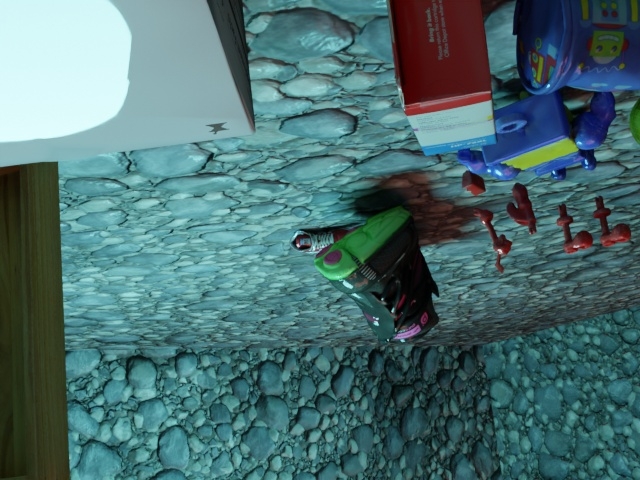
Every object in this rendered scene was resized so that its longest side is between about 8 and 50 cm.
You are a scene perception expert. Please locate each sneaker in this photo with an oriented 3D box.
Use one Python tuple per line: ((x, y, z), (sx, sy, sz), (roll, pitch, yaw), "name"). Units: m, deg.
((0.132, 0.074, 1.591), (0.185, 0.202, 0.483), (-34, 165, 9), "sneaker")
((0.000, 0.000, 1.636), (0.118, 0.042, 0.067), (-13, 168, 31), "sneaker")

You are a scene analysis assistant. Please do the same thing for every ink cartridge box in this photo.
((0.110, -0.169, 0.813), (0.078, 0.134, 0.231), (-8, 172, 11), "ink cartridge box")

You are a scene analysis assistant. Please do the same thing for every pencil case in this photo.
((0.331, -0.200, 0.862), (0.306, 0.119, 0.133), (-3, -157, -16), "pencil case")

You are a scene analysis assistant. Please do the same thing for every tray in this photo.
((-0.417, 0.099, 1.108), (0.203, 0.411, 0.076), (-11, 164, 17), "tray")

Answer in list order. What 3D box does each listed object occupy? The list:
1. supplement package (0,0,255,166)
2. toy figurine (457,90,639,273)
((-0.148, -0.190, 0.409), (0.199, 0.263, 0.198), (-7, 166, 1), "supplement package")
((0.299, -0.105, 1.097), (0.362, 0.191, 0.217), (-18, 157, 35), "toy figurine")
